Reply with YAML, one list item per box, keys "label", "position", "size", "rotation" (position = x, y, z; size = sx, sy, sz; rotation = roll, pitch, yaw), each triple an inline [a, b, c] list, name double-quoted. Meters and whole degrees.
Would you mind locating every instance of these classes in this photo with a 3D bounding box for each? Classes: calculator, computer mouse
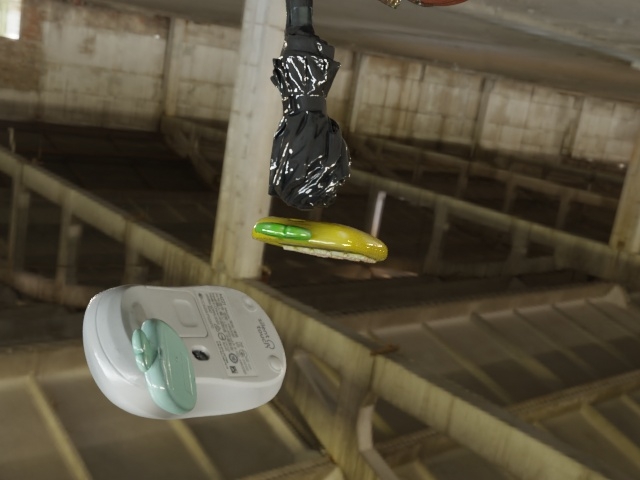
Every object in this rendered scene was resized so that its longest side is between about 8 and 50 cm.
- label: "calculator"
  position: [0.000, 0.000, 0.922]
  size: [0.146, 0.032, 0.235]
  rotation: [6, 174, 24]
- label: "computer mouse"
  position: [-0.179, 0.149, 0.975]
  size: [0.297, 0.121, 0.184]
  rotation: [7, -134, -55]
- label: "calculator"
  position: [-0.160, 0.132, 0.790]
  size: [0.021, 0.095, 0.153]
  rotation: [-14, 154, 2]

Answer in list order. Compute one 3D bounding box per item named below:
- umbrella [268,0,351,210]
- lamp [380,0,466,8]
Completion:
- label: "umbrella"
  position: [-0.022, -0.211, 1.044]
  size: [0.118, 0.339, 0.118]
  rotation: [-4, 175, 0]
- label: "lamp"
  position: [0.140, -0.478, 1.101]
  size: [0.303, 0.257, 0.303]
  rotation: [30, -157, -14]
